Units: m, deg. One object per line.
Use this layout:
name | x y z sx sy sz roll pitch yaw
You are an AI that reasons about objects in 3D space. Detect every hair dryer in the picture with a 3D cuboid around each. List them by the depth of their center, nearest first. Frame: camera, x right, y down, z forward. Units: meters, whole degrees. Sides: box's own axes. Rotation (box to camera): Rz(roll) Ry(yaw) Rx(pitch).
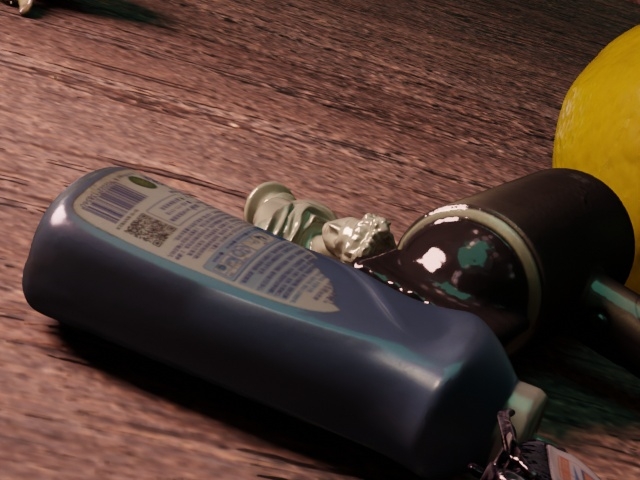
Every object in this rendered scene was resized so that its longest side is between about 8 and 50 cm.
hair dryer | 0.152 0.055 0.792 0.248 0.078 0.195 30 20 18

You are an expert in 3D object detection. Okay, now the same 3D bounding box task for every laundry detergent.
laundry detergent | -0.005 0.036 0.669 0.206 0.061 0.096 23 9 13

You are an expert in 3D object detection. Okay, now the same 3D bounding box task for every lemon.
lemon | 0.221 -0.041 0.989 0.184 0.184 0.248 13 -1 -20

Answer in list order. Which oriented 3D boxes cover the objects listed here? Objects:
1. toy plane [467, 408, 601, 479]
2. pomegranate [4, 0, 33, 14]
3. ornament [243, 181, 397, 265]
toy plane | 0.083 0.105 0.559 0.078 0.053 0.197 27 11 -5
pomegranate | -0.203 -0.218 1.243 0.122 0.122 0.161 17 45 -6
ornament | -0.001 -0.001 0.843 0.092 0.041 0.068 16 7 26
